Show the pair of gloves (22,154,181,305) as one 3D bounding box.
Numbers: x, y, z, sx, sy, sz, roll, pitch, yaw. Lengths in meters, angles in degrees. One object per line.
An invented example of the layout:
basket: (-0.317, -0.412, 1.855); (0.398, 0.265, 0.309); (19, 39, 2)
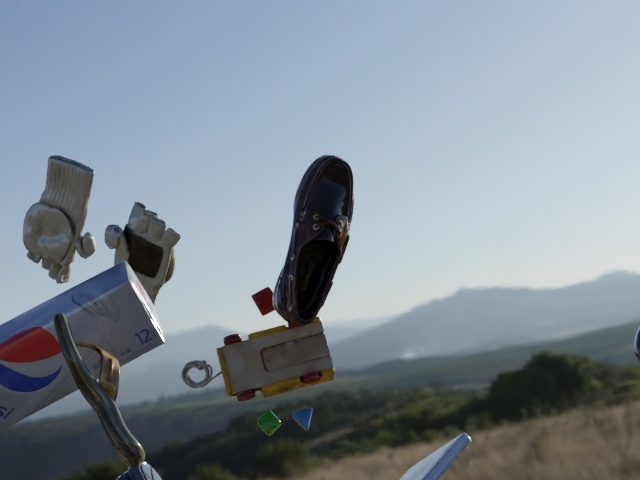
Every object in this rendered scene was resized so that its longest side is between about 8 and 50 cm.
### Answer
pair of gloves: (-0.331, 0.006, 1.633); (0.204, 0.240, 0.042); (-62, -5, 31)

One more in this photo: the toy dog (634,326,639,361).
toy dog: (0.506, 0.212, 1.269); (0.284, 0.395, 0.408); (7, 16, -11)

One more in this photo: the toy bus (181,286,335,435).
toy bus: (-0.076, 0.189, 1.663); (0.202, 0.191, 0.104); (30, -17, 8)

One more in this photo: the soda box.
soda box: (-0.330, 0.136, 1.284); (0.286, 0.091, 0.098); (-28, 18, -4)

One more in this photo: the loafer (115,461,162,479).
loafer: (-0.271, 0.517, 1.860); (0.095, 0.302, 0.109); (-38, -33, 5)

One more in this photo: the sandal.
sandal: (-0.224, 0.152, 1.150); (0.049, 0.180, 0.072); (-30, -11, -17)

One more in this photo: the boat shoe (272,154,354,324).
boat shoe: (0.000, 0.000, 1.296); (0.073, 0.207, 0.073); (13, -1, -16)

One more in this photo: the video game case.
video game case: (0.114, 0.323, 1.422); (0.157, 0.019, 0.143); (-38, -6, -41)
